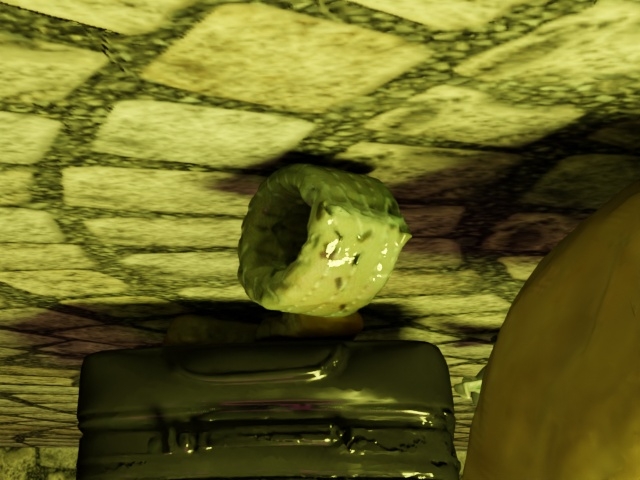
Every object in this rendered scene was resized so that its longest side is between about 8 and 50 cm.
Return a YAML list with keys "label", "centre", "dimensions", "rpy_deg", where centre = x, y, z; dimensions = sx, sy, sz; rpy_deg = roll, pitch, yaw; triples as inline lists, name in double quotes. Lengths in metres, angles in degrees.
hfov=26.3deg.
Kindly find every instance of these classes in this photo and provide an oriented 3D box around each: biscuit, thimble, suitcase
- label: "biscuit"
  centre: [-0.059, 0.088, 1.287]
  dimensions: [0.183, 0.039, 0.174]
  rpy_deg: [1, 168, -4]
- label: "thimble"
  centre: [0.000, 0.000, 0.793]
  dimensions: [0.062, 0.084, 0.110]
  rpy_deg: [9, 167, -28]
- label: "suitcase"
  centre: [-0.042, 0.189, 1.296]
  dimensions: [0.345, 0.188, 0.339]
  rpy_deg: [-1, 163, 4]

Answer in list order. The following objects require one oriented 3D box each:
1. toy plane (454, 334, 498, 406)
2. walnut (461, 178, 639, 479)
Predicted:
- label: "toy plane"
  centre: [0.217, 0.127, 1.300]
  dimensions: [0.251, 0.101, 0.255]
  rpy_deg: [4, 172, -25]
- label: "walnut"
  centre: [0.257, 0.129, 0.750]
  dimensions: [0.381, 0.381, 0.381]
  rpy_deg: [1, 167, 0]
